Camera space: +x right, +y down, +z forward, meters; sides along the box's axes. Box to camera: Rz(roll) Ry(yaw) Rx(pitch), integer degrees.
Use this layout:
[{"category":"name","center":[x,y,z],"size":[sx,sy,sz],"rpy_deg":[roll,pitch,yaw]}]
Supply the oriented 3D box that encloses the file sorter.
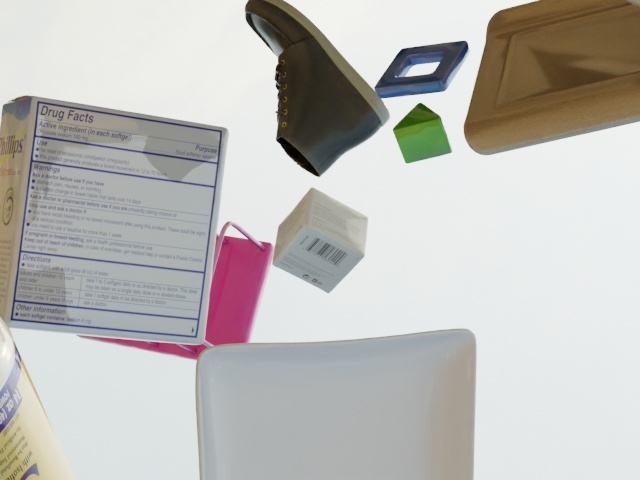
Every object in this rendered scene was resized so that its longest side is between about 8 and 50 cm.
[{"category":"file sorter","center":[-0.254,0.055,2.334],"size":[0.291,0.182,0.202],"rpy_deg":[9,-105,22]}]

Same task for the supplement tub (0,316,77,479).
[{"category":"supplement tub","center":[-0.336,0.237,1.351],"size":[0.241,0.331,0.241],"rpy_deg":[-14,-150,8]}]

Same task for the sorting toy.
[{"category":"sorting toy","center":[0.208,-0.129,1.147],"size":[0.348,0.047,0.196],"rpy_deg":[-12,-148,20]}]

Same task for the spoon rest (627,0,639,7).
[{"category":"spoon rest","center":[0.283,-0.165,1.044],"size":[0.084,0.276,0.137],"rpy_deg":[-35,162,-16]}]

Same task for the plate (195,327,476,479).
[{"category":"plate","center":[0.011,0.219,1.343],"size":[0.277,0.278,0.045],"rpy_deg":[-3,-175,-29]}]

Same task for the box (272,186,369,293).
[{"category":"box","center":[0.000,0.000,2.188],"size":[0.102,0.101,0.087],"rpy_deg":[-47,-156,39]}]

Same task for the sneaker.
[{"category":"sneaker","center":[-0.035,-0.183,1.767],"size":[0.118,0.222,0.083],"rpy_deg":[-42,166,-11]}]

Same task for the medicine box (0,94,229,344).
[{"category":"medicine box","center":[-0.278,-0.023,1.956],"size":[0.149,0.264,0.289],"rpy_deg":[1,-96,64]}]
